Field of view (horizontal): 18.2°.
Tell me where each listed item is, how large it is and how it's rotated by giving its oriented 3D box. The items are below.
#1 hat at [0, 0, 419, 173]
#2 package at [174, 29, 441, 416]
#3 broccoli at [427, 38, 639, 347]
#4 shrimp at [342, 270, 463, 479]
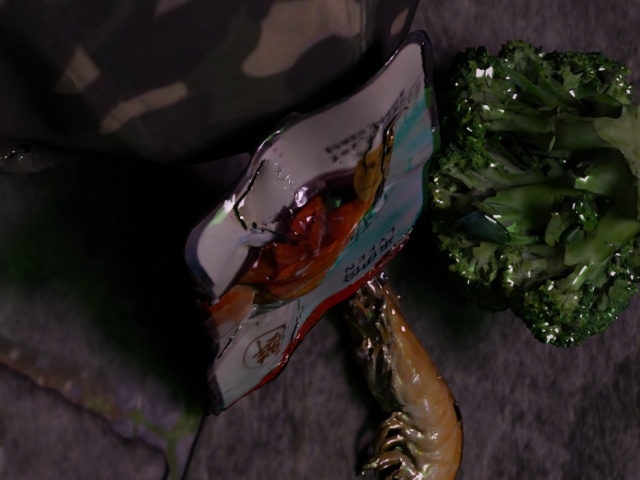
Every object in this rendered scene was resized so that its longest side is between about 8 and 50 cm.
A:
[{"bbox_3d":[-0.029,-0.203,0.843,0.257,0.382,0.366,46,58,0],"label":"hat"},{"bbox_3d":[0.000,0.000,0.976,0.166,0.040,0.232,-42,160,-17],"label":"package"},{"bbox_3d":[0.139,-0.035,1.162,0.195,0.156,0.195,13,61,-24],"label":"broccoli"},{"bbox_3d":[0.023,0.100,1.130,0.124,0.034,0.178,-46,129,-27],"label":"shrimp"}]
